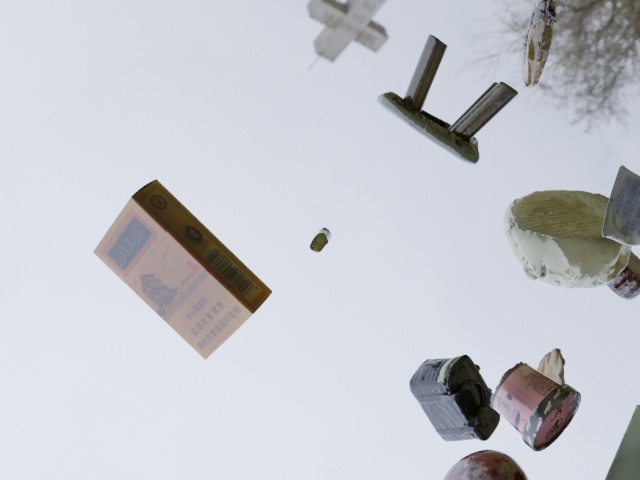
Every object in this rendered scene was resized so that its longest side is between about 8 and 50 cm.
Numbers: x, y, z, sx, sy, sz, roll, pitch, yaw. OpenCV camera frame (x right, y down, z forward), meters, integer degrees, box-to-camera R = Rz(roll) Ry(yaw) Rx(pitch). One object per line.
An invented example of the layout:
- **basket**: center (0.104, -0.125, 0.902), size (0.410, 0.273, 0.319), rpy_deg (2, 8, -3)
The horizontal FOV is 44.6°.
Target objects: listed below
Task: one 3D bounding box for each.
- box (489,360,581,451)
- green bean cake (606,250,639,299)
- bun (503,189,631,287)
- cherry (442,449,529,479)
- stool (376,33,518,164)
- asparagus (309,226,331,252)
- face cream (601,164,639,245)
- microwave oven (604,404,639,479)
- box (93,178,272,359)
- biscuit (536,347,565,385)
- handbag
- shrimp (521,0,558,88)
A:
- **box**: center (0.436, 0.336, 1.610), size (0.151, 0.151, 0.135), rpy_deg (1, -153, -48)
- **green bean cake**: center (0.874, 0.064, 2.325), size (0.233, 0.097, 0.198), rpy_deg (46, -151, 6)
- **bun**: center (0.667, 0.007, 2.110), size (0.359, 0.211, 0.360), rpy_deg (-5, -151, 3)
- **cherry**: center (0.393, 0.630, 1.877), size (0.236, 0.212, 0.286), rpy_deg (-38, -51, -35)
- **stool**: center (0.335, -0.369, 2.049), size (0.310, 0.226, 0.310), rpy_deg (34, -167, 0)
- **asparagus**: center (0.000, 0.000, 2.008), size (0.041, 0.045, 0.178), rpy_deg (61, -170, -5)
- **face cream**: center (0.517, -0.046, 1.276), size (0.224, 0.114, 0.070), rpy_deg (13, -178, -45)
- **microwave oven**: center (0.927, 0.659, 1.943), size (0.333, 0.247, 0.394), rpy_deg (-50, -64, -31)
- **box**: center (-0.236, 0.053, 1.320), size (0.274, 0.174, 0.076), rpy_deg (44, -141, -2)
- **biscuit**: center (0.714, 0.425, 2.376), size (0.061, 0.118, 0.183), rpy_deg (18, -124, -25)
- **handbag**: center (0.395, 0.447, 2.223), size (0.181, 0.181, 0.254), rpy_deg (-41, -74, -40)
- **shrimp**: center (0.500, -0.485, 1.805), size (0.058, 0.296, 0.169), rpy_deg (-2, -120, 3)
